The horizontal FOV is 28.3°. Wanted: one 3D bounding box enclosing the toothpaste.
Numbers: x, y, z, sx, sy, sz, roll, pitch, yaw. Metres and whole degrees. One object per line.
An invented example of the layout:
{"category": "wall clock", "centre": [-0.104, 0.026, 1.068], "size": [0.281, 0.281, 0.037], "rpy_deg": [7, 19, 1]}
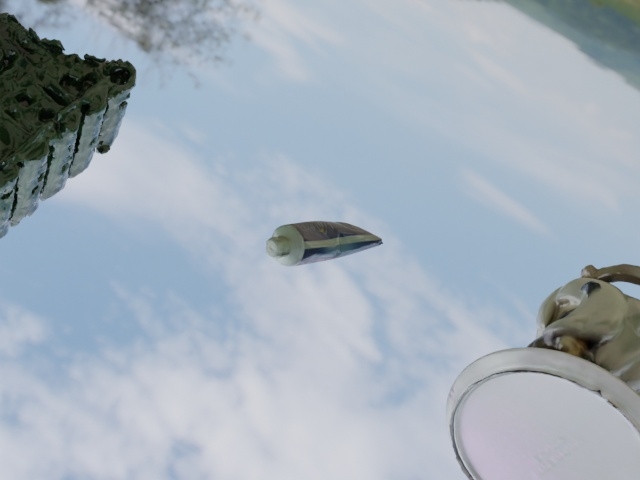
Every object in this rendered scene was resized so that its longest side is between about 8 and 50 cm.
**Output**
{"category": "toothpaste", "centre": [0.000, 0.000, 0.589], "size": [0.027, 0.019, 0.083], "rpy_deg": [20, -165, 27]}

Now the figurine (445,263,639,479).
{"category": "figurine", "centre": [0.157, 0.077, 0.723], "size": [0.132, 0.132, 0.153], "rpy_deg": [33, -137, 8]}

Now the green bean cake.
{"category": "green bean cake", "centre": [-0.280, -0.123, 1.014], "size": [0.208, 0.107, 0.193], "rpy_deg": [39, -122, 4]}
